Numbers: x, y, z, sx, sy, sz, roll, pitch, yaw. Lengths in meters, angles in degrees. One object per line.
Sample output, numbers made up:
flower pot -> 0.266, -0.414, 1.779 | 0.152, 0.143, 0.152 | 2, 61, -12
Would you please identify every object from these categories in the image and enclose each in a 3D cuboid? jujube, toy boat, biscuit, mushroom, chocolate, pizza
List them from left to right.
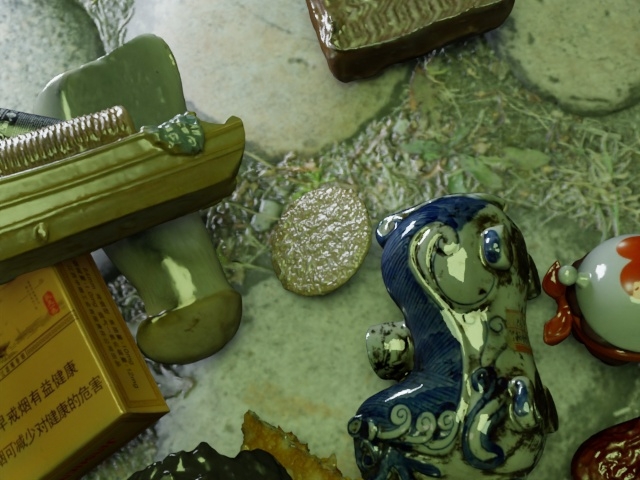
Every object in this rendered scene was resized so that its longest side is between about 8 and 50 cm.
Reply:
toy boat -> -0.216, -0.054, 1.161 | 0.310, 0.089, 0.115 | -22, 74, -13
mushroom -> -0.169, -0.040, 1.276 | 0.159, 0.122, 0.329 | -31, 71, 15
pizza -> -0.019, 0.240, 1.191 | 0.188, 0.062, 0.199 | -39, 58, 20
biscuit -> 0.000, 0.000, 1.278 | 0.120, 0.015, 0.120 | -15, 61, 29
chocolate -> 0.092, -0.261, 1.345 | 0.214, 0.093, 0.148 | -18, 71, 0
jujube -> 0.290, 0.197, 1.172 | 0.129, 0.077, 0.077 | -25, 70, -3

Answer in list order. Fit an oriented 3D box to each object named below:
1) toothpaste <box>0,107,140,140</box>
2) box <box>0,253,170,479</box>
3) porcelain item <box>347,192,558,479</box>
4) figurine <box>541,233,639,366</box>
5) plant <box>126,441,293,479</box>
toothpaste -> -0.255, -0.087, 1.229 | 0.193, 0.045, 0.071 | 14, 86, 5
box -> -0.279, 0.091, 1.230 | 0.174, 0.076, 0.274 | -38, 69, 20
porcelain item -> 0.115, 0.100, 1.207 | 0.186, 0.138, 0.288 | -12, 74, 20
figurine -> 0.316, 0.058, 1.187 | 0.226, 0.160, 0.183 | -6, 70, 9
plant -> -0.089, 0.297, 1.076 | 0.204, 0.178, 0.234 | 4, 62, -38
